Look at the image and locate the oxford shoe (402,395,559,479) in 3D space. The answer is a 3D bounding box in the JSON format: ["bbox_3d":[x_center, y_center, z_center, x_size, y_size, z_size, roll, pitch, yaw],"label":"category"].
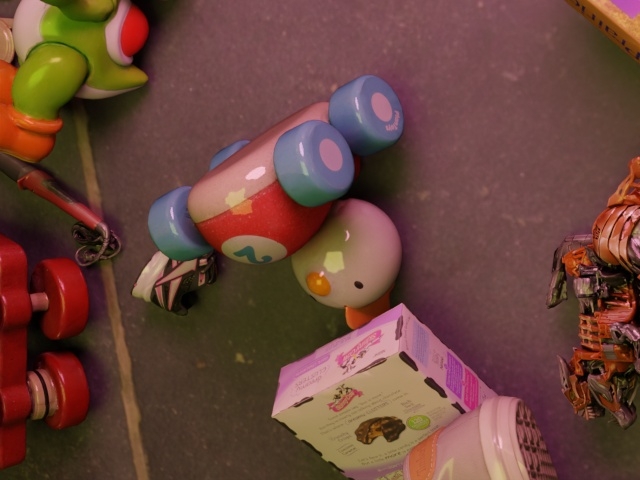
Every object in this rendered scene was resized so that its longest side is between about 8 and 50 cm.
[{"bbox_3d":[0.194,0.346,0.942,0.130,0.169,0.449,-16,112,18],"label":"oxford shoe"}]

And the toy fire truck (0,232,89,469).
[{"bbox_3d":[-0.423,0.118,1.237,0.254,0.169,0.302,26,117,46],"label":"toy fire truck"}]

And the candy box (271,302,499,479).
[{"bbox_3d":[0.078,0.176,0.988,0.165,0.070,0.196,-31,119,30],"label":"candy box"}]

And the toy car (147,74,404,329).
[{"bbox_3d":[0.000,0.000,0.966,0.219,0.210,0.238,-22,106,40],"label":"toy car"}]

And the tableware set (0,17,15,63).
[{"bbox_3d":[-0.348,-0.266,1.156,0.141,0.020,0.168,20,111,18],"label":"tableware set"}]

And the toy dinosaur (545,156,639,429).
[{"bbox_3d":[0.303,0.021,0.847,0.218,0.164,0.321,23,131,35],"label":"toy dinosaur"}]

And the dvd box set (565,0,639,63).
[{"bbox_3d":[0.400,-0.203,0.725,0.420,0.062,0.307,43,97,10],"label":"dvd box set"}]

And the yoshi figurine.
[{"bbox_3d":[-0.270,-0.272,1.009,0.203,0.203,0.362,44,112,12],"label":"yoshi figurine"}]

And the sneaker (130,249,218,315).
[{"bbox_3d":[-0.143,0.012,1.113,0.077,0.072,0.178,33,124,2],"label":"sneaker"}]

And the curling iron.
[{"bbox_3d":[-0.354,-0.061,1.206,0.274,0.035,0.068,37,116,13],"label":"curling iron"}]
